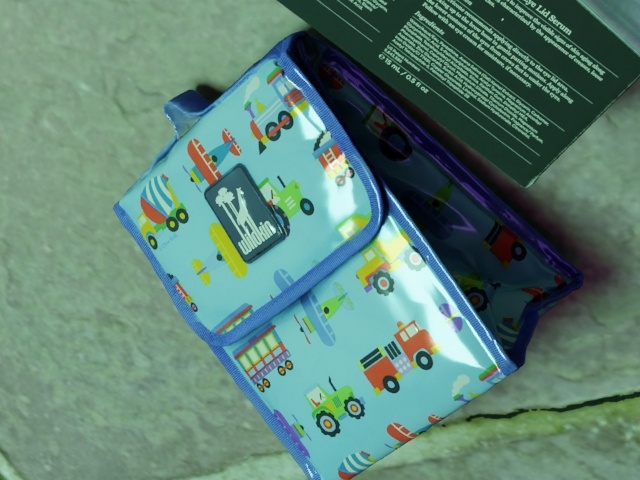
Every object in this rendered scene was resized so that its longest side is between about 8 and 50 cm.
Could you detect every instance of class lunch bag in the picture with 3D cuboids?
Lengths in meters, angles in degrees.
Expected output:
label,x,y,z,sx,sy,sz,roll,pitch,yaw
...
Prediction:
label,x,y,z,sx,sy,sz,roll,pitch,yaw
lunch bag,0.000,0.000,1.160,0.293,0.138,0.221,48,131,-2

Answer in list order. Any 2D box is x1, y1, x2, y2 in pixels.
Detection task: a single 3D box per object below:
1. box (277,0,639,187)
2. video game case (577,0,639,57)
label,x,y,z,sx,sy,sz,roll,pitch,yaw
box,0.087,-0.185,0.971,0.261,0.103,0.184,37,133,-7
video game case,0.240,-0.173,0.872,0.274,0.026,0.196,40,100,-9
